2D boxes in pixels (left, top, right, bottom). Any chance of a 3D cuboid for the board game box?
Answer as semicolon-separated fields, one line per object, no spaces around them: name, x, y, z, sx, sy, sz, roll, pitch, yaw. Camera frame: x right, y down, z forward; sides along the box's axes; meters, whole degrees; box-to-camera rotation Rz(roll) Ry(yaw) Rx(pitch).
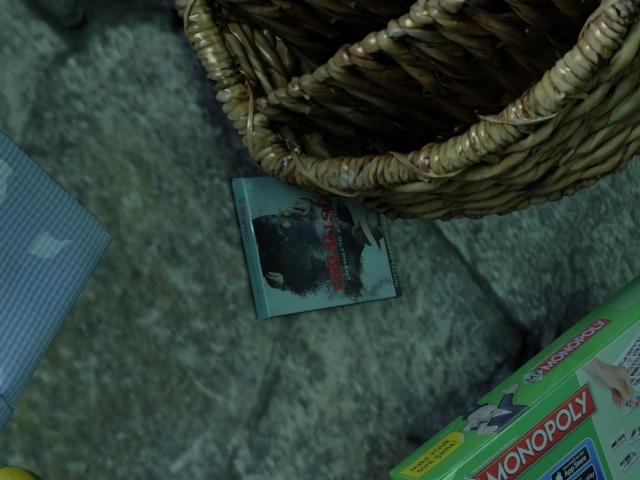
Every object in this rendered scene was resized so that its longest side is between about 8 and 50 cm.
board game box;0.204;0.158;0.933;0.317;0.046;0.214;-32;109;-31

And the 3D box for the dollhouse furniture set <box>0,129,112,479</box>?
dollhouse furniture set;-0.157;-0.048;0.610;0.303;0.198;0.286;47;51;-25

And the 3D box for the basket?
basket;0.061;-0.143;0.768;0.223;0.299;0.214;21;57;-40

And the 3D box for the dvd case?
dvd case;0.000;0.000;0.876;0.119;0.013;0.087;-5;82;-46
